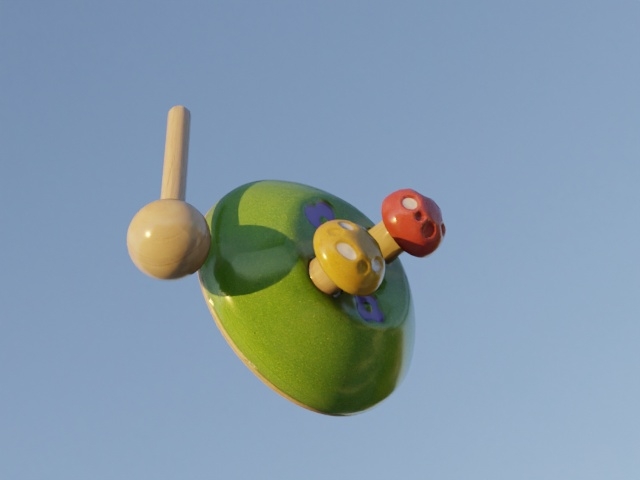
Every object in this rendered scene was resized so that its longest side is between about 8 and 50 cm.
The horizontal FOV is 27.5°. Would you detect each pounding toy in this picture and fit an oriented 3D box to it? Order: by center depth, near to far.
[{"bbox_3d":[0.000,0.000,0.881,0.237,0.183,0.110,37,-53,-21],"label":"pounding toy"}]
